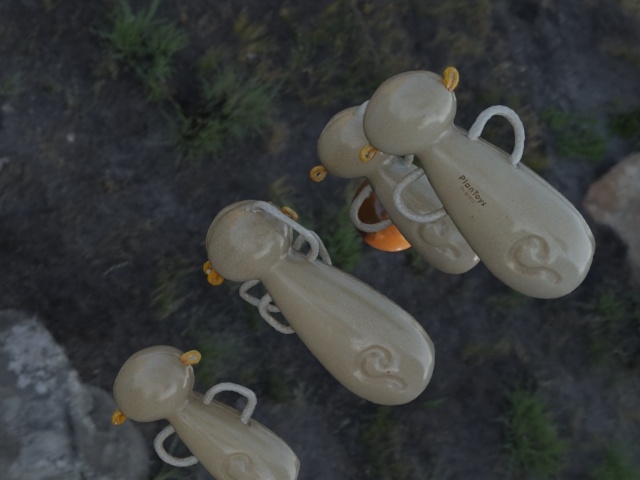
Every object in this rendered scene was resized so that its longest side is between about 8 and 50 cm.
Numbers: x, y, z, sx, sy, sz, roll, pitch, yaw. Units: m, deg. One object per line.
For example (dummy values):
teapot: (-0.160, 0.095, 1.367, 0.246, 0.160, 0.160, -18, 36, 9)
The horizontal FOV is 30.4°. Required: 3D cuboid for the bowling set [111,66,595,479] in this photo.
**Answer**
bowling set: (0.000, 0.000, 0.702, 0.154, 0.287, 0.200, 42, 18, -23)
